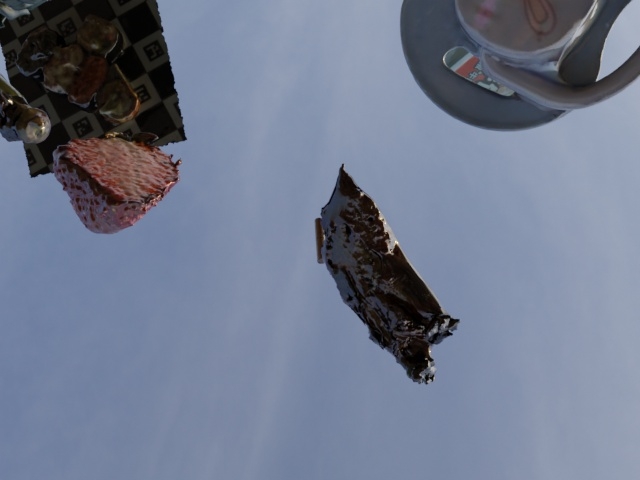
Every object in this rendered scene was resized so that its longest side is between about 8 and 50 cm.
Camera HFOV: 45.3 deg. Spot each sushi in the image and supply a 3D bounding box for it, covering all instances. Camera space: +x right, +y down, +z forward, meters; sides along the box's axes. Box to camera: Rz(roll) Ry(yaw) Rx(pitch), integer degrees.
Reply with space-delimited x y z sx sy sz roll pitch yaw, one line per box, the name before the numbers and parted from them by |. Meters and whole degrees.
sushi | -0.444 -0.317 1.431 0.320 0.069 0.339 -13 -93 3

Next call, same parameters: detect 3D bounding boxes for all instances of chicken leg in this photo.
chicken leg | 0.061 0.039 0.751 0.234 0.105 0.063 57 -138 -3

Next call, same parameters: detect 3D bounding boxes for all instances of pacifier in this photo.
pacifier | 0.220 -0.247 0.759 0.238 0.287 0.226 26 -161 6

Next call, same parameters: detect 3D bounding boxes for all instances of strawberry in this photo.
strawberry | -0.285 -0.067 1.055 0.175 0.106 0.236 15 -154 0

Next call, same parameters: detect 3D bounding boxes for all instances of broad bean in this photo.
broad bean | -0.233 -0.123 0.454 0.043 0.060 0.297 7 -149 -49

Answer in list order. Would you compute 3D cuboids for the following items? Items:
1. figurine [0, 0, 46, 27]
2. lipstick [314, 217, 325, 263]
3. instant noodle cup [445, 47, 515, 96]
figurine | -0.463 -0.508 1.165 0.261 0.186 0.382 10 -109 -1
lipstick | 0.000 0.000 1.406 0.019 0.019 0.094 -2 -125 -3
instant noodle cup | 0.334 -0.422 1.432 0.294 0.294 0.307 -3 -116 -5
